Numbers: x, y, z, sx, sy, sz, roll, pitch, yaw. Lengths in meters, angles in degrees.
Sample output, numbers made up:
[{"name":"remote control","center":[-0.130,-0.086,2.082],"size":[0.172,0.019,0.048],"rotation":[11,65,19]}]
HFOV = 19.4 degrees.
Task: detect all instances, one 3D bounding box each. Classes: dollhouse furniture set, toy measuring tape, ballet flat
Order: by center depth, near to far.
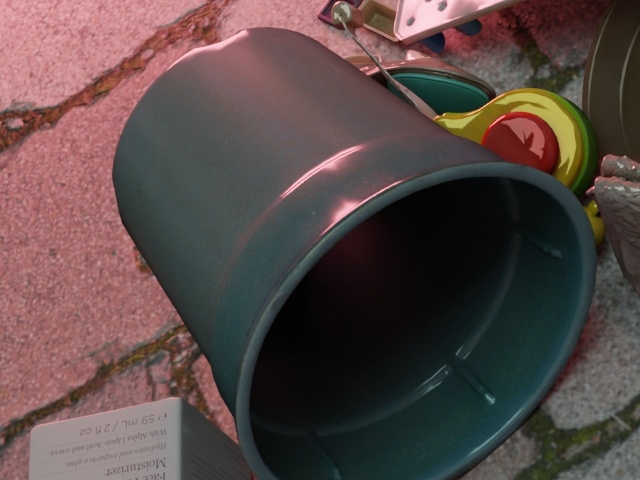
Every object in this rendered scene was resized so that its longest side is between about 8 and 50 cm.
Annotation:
[{"name":"toy measuring tape","center":[0.151,-0.125,1.697],"size":[0.121,0.121,0.330],"rotation":[-40,74,-1]},{"name":"ballet flat","center":[0.069,-0.155,1.812],"size":[0.213,0.072,0.068],"rotation":[-2,51,22]},{"name":"dollhouse furniture set","center":[0.049,-0.258,1.869],"size":[0.114,0.081,0.091],"rotation":[31,78,34]}]

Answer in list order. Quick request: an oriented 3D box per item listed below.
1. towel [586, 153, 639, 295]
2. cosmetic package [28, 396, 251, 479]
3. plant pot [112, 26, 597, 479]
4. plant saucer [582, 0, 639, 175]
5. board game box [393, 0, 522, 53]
[{"name":"towel","center":[0.356,0.025,1.507],"size":[0.282,0.187,0.049],"rotation":[17,67,32]},{"name":"cosmetic package","center":[-0.155,0.257,1.630],"size":[0.151,0.151,0.183],"rotation":[-14,58,18]},{"name":"plant pot","center":[0.000,0.000,1.617],"size":[0.341,0.341,0.334],"rotation":[-42,46,-2]},{"name":"plant saucer","center":[0.337,-0.155,1.636],"size":[0.278,0.041,0.277],"rotation":[-26,56,48]},{"name":"board game box","center":[0.253,-0.393,1.786],"size":[0.390,0.050,0.390],"rotation":[-16,53,44]}]
